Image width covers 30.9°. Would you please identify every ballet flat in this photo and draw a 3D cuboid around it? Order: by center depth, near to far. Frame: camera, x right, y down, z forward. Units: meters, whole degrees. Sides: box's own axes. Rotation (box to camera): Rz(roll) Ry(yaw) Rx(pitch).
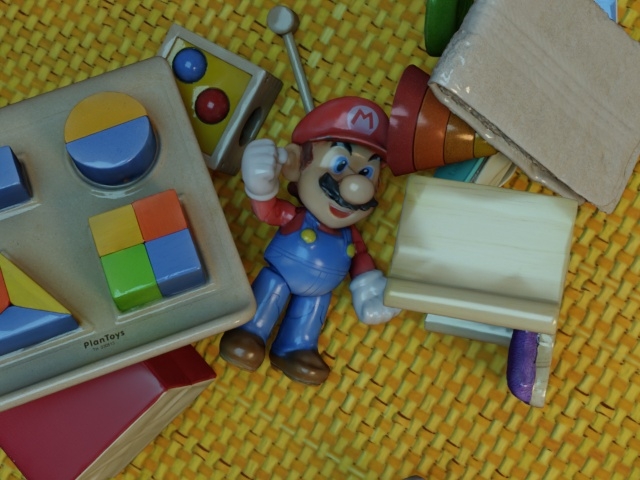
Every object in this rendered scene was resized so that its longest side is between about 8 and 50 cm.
[{"bbox_3d":[0.210,-0.130,1.272,0.086,0.086,0.248,38,96,12],"label":"ballet flat"}]

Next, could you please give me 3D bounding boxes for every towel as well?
[{"bbox_3d":[0.239,-0.163,1.179,0.049,0.282,0.187,9,69,55],"label":"towel"}]

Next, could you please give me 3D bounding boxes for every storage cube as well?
[{"bbox_3d":[-0.264,0.150,1.307,0.215,0.183,0.193,-43,80,7],"label":"storage cube"}]

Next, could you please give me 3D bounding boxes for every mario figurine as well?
[{"bbox_3d":[0.000,0.000,1.256,0.170,0.198,0.321,22,97,27],"label":"mario figurine"}]

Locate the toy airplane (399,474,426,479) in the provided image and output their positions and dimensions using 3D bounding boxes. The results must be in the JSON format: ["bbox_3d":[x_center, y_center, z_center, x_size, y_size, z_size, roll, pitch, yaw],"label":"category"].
[{"bbox_3d":[0.182,0.473,1.151,0.384,0.272,0.386,23,108,44],"label":"toy airplane"}]

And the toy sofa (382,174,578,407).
[{"bbox_3d":[0.159,0.062,1.127,0.150,0.362,0.177,11,85,12],"label":"toy sofa"}]

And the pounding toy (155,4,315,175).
[{"bbox_3d":[-0.094,-0.183,1.331,0.181,0.094,0.206,29,94,12],"label":"pounding toy"}]

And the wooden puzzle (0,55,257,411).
[{"bbox_3d":[-0.268,-0.022,1.199,0.322,0.080,0.348,-20,66,-6],"label":"wooden puzzle"}]

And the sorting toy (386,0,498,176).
[{"bbox_3d":[0.178,-0.229,1.242,0.126,0.127,0.366,13,75,17],"label":"sorting toy"}]

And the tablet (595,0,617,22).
[{"bbox_3d":[0.303,-0.270,1.291,0.054,0.006,0.083,-1,88,12],"label":"tablet"}]
